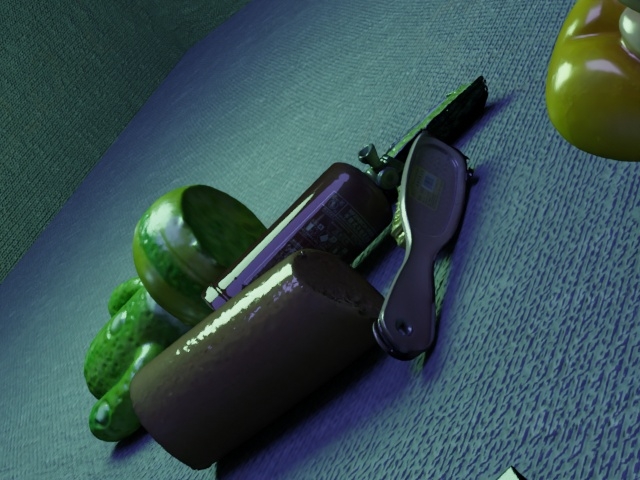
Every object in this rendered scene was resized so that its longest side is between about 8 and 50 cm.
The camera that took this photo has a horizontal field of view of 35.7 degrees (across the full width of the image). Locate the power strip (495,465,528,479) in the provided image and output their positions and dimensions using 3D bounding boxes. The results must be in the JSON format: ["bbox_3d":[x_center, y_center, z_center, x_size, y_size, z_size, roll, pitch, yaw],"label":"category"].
[{"bbox_3d":[0.130,0.176,0.580,0.029,0.038,0.111,-44,18,6],"label":"power strip"}]

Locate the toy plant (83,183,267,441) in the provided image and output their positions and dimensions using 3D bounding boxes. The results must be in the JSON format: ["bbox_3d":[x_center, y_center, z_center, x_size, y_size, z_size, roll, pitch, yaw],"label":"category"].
[{"bbox_3d":[-0.201,0.090,1.232,0.316,0.184,0.224,-48,34,23],"label":"toy plant"}]

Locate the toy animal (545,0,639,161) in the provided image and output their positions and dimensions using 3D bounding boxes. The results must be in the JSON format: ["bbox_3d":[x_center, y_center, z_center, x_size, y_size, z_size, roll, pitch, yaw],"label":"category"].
[{"bbox_3d":[0.251,-0.161,0.591,0.277,0.247,0.345,-15,45,21],"label":"toy animal"}]

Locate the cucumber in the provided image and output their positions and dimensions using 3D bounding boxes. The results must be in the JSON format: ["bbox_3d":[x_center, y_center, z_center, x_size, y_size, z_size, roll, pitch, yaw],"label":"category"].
[{"bbox_3d":[0.110,-0.107,1.168,0.220,0.046,0.070,-43,18,2],"label":"cucumber"}]

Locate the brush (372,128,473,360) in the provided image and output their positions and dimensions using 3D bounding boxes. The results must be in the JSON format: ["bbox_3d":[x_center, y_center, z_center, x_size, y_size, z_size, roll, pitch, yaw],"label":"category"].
[{"bbox_3d":[0.093,0.009,0.967,0.313,0.072,0.067,-74,11,-47],"label":"brush"}]

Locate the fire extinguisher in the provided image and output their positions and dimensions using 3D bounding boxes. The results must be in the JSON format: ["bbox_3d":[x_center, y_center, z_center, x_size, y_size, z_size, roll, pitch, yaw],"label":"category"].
[{"bbox_3d":[0.000,0.000,1.079,0.269,0.105,0.105,-46,20,-5],"label":"fire extinguisher"}]

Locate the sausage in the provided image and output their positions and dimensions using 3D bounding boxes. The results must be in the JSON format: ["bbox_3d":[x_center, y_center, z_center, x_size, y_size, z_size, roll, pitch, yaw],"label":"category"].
[{"bbox_3d":[-0.057,0.109,0.959,0.253,0.123,0.123,-38,21,18],"label":"sausage"}]
